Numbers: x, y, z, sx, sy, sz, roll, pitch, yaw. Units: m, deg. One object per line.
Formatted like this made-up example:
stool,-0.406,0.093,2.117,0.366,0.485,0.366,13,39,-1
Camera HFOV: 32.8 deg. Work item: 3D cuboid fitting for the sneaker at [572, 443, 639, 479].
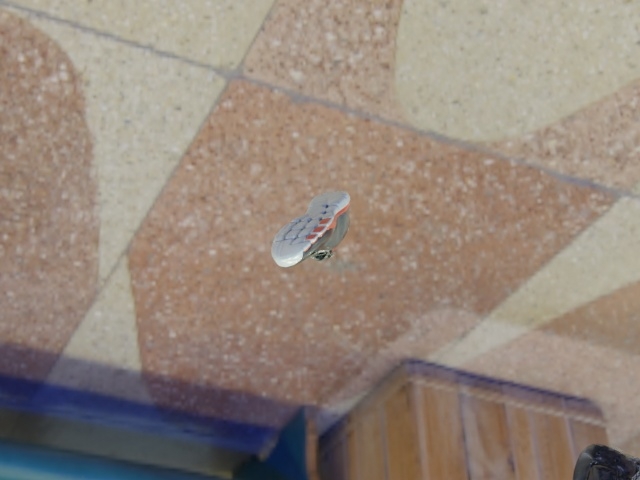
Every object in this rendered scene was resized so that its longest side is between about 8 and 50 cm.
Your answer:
sneaker,0.308,0.202,0.921,0.101,0.153,0.268,36,99,-31

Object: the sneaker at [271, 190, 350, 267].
sneaker,0.000,0.000,1.249,0.061,0.158,0.065,-1,117,31
